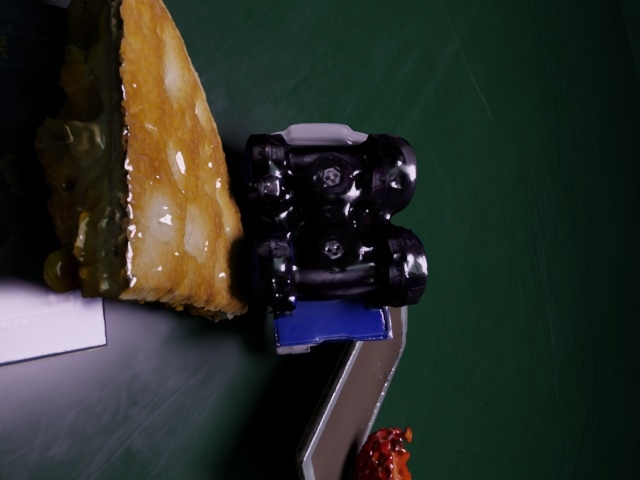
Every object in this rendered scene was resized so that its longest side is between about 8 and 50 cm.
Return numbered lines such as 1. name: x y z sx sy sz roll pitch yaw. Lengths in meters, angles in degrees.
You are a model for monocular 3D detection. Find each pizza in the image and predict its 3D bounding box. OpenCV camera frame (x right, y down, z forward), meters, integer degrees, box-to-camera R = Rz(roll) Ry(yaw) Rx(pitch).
1. pizza: -0.128 -0.067 0.598 0.268 0.087 0.257 34 53 -72

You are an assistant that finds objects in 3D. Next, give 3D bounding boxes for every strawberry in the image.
1. strawberry: 0.066 0.299 0.858 0.121 0.082 0.188 -48 135 -67

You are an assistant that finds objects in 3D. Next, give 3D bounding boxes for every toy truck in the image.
1. toy truck: 0.000 0.000 0.717 0.161 0.177 0.213 -1 72 -12

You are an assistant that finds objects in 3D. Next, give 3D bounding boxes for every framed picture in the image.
1. framed picture: 0.043 0.168 0.823 0.231 0.018 0.293 83 29 -48

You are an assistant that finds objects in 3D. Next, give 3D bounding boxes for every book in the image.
1. book: -0.241 -0.043 0.515 0.191 0.025 0.269 -4 91 -53
